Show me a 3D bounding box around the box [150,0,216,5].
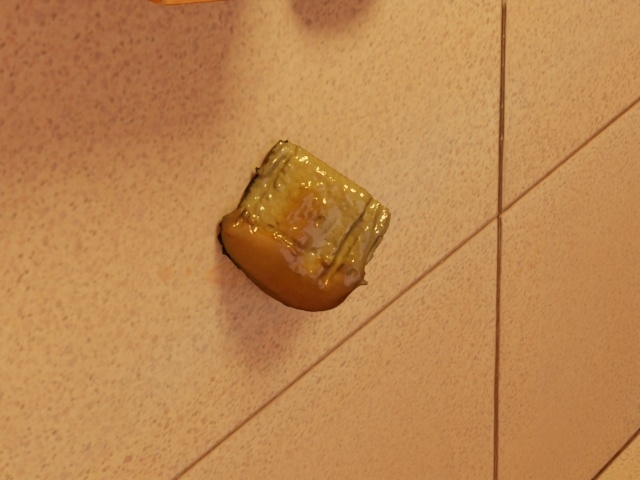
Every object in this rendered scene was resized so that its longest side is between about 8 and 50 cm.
[{"bbox_3d":[-0.085,-0.308,1.093,0.341,0.225,0.143,-18,125,-46],"label":"box"}]

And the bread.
[{"bbox_3d":[0.008,0.005,1.517,0.174,0.133,0.251,-58,145,-8],"label":"bread"}]
